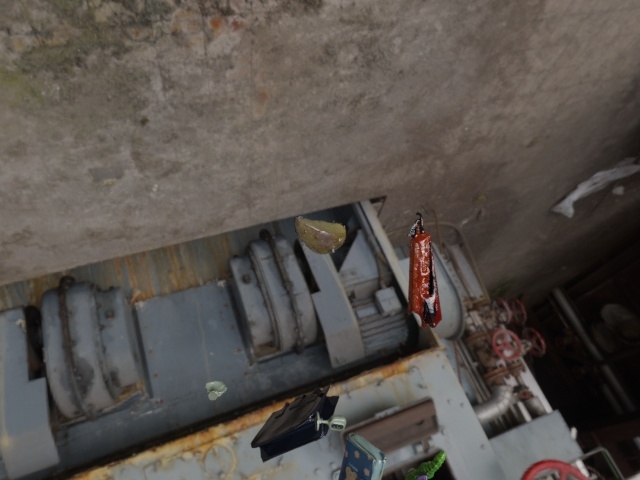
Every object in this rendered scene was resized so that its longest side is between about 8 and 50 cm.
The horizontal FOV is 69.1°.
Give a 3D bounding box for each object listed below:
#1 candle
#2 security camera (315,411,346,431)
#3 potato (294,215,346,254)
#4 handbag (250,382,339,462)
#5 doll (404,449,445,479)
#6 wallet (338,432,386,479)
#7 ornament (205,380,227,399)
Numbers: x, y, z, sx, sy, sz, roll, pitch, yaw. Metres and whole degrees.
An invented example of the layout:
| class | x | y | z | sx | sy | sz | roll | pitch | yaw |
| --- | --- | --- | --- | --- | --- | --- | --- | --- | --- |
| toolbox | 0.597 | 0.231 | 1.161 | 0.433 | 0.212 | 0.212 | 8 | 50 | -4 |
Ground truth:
| class | x | y | z | sx | sy | sz | roll | pitch | yaw |
| --- | --- | --- | --- | --- | --- | --- | --- | --- | --- |
| candle | 0.254 | 0.077 | 1.144 | 0.084 | 0.302 | 0.059 | -4 | -165 | 5 |
| security camera | 0.031 | 0.544 | 1.386 | 0.092 | 0.058 | 0.058 | 5 | 150 | -4 |
| potato | 0.000 | 0.000 | 1.299 | 0.172 | 0.089 | 0.101 | 10 | 119 | -40 |
| handbag | -0.082 | 0.681 | 1.751 | 0.325 | 0.118 | 0.269 | -33 | -175 | 27 |
| doll | 0.297 | 0.660 | 1.327 | 0.115 | 0.050 | 0.190 | -29 | 156 | -46 |
| wallet | 0.108 | 0.666 | 1.306 | 0.059 | 0.141 | 0.202 | 6 | 99 | -41 |
| ornament | -0.333 | 0.472 | 1.482 | 0.068 | 0.041 | 0.092 | 14 | -173 | 25 |
